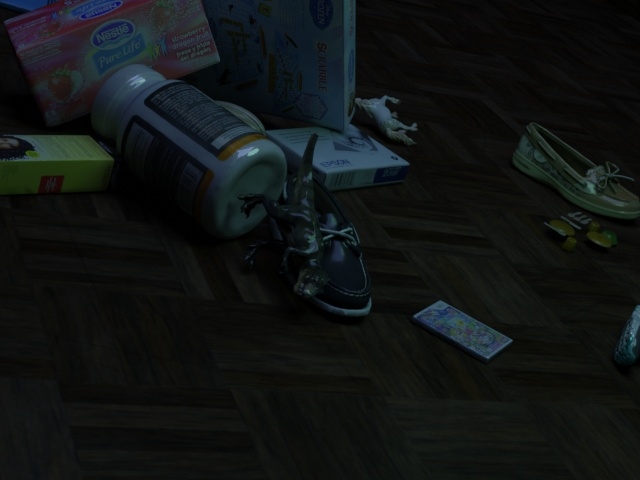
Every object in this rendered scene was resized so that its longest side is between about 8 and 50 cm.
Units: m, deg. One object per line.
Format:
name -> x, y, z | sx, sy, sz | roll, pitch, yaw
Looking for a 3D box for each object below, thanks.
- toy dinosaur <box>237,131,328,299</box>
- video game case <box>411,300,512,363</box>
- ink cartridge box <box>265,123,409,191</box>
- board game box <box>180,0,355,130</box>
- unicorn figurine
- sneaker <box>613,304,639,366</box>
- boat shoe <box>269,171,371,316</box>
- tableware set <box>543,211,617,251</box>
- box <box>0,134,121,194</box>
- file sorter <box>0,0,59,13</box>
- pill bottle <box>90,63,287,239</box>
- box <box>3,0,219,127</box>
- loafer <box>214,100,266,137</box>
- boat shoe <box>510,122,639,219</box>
toy dinosaur -> -0.049, -0.022, 1.671 | 0.118, 0.064, 0.268 | -10, 59, 12
video game case -> 0.197, 0.126, 1.698 | 0.122, 0.011, 0.087 | 29, 26, 23
ink cartridge box -> 0.006, -0.160, 2.132 | 0.224, 0.045, 0.223 | 35, 29, 34
board game box -> -0.097, -0.354, 2.091 | 0.318, 0.319, 0.066 | 14, 49, 13
unicorn figurine -> 0.116, -0.244, 2.369 | 0.111, 0.060, 0.162 | -2, 30, -38
sneaker -> 0.480, 0.148, 1.792 | 0.076, 0.065, 0.166 | 28, 27, 13
boat shoe -> 0.000, 0.000, 1.729 | 0.114, 0.091, 0.302 | 4, 27, -28
tableware set -> 0.462, -0.008, 2.160 | 0.104, 0.024, 0.154 | 35, 28, 26
box -> -0.403, -0.107, 1.718 | 0.232, 0.058, 0.087 | -4, 33, -42
file sorter -> -0.573, -0.523, 2.431 | 0.118, 0.105, 0.170 | 16, 24, -6
pill bottle -> -0.196, -0.135, 1.776 | 0.278, 0.162, 0.162 | 37, 30, 27
box -> -0.334, -0.317, 1.950 | 0.300, 0.142, 0.154 | -22, 35, -9
loafer -> -0.220, -0.169, 1.938 | 0.268, 0.102, 0.092 | 9, 34, 12
boat shoe -> 0.498, -0.130, 2.358 | 0.285, 0.089, 0.104 | 31, 27, 26
